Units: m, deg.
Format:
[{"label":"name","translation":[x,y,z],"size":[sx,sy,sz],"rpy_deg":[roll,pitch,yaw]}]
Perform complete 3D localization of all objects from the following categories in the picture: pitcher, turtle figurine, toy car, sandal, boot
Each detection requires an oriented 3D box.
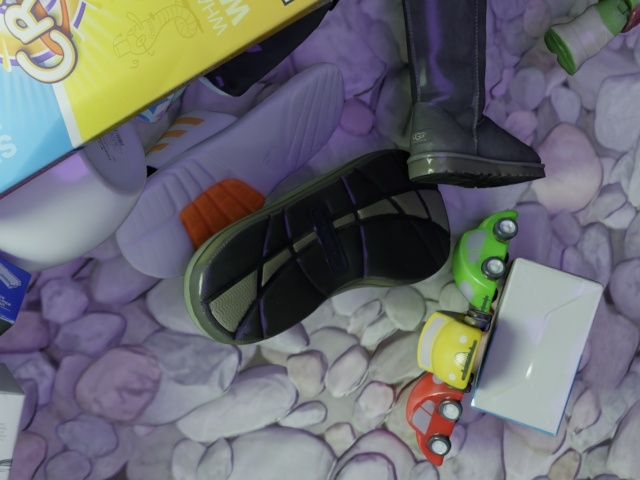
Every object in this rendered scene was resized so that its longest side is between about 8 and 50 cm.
[{"label":"pitcher","translation":[-0.241,-0.053,0.761],"size":[0.207,0.125,0.178],"rpy_deg":[-22,103,21]},{"label":"turtle figurine","translation":[0.309,-0.286,1.021],"size":[0.266,0.275,0.198],"rpy_deg":[-29,134,3]},{"label":"toy car","translation":[0.129,0.067,0.990],"size":[0.053,0.239,0.225],"rpy_deg":[17,62,9]},{"label":"sandal","translation":[-0.081,-0.067,0.893],"size":[0.265,0.076,0.102],"rpy_deg":[-42,140,-35]},{"label":"boot","translation":[0.136,-0.155,0.980],"size":[0.189,0.076,0.209],"rpy_deg":[5,78,-51]},{"label":"sandal","translation":[-0.001,-0.001,0.922],"size":[0.302,0.086,0.120],"rpy_deg":[-18,97,-39]}]

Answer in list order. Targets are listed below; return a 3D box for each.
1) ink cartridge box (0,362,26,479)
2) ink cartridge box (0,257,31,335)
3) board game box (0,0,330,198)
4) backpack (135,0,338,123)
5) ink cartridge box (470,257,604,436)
[{"label":"ink cartridge box","translation":[-0.269,0.165,0.822],"size":[0.056,0.099,0.135],"rpy_deg":[10,95,-26]},{"label":"ink cartridge box","translation":[-0.294,0.062,0.748],"size":[0.097,0.207,0.046],"rpy_deg":[33,42,-26]},{"label":"board game box","translation":[-0.162,-0.177,0.622],"size":[0.316,0.064,0.242],"rpy_deg":[-30,97,11]},{"label":"backpack","translation":[-0.127,-0.217,0.756],"size":[0.191,0.225,0.253],"rpy_deg":[-39,106,9]},{"label":"ink cartridge box","translation":[0.194,0.090,0.998],"size":[0.078,0.231,0.134],"rpy_deg":[18,91,9]}]
